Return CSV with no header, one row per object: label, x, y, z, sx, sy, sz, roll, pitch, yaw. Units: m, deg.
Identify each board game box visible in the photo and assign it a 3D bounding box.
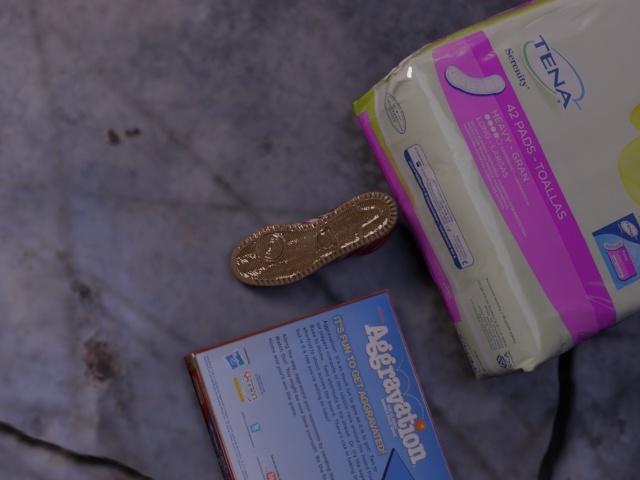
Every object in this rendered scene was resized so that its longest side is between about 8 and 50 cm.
board game box,0.023,0.186,0.812,0.145,0.027,0.281,-17,84,-19

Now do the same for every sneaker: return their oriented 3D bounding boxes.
sneaker,0.000,0.000,0.842,0.118,0.067,0.042,-20,87,9

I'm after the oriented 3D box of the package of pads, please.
package of pads,0.194,-0.066,0.881,0.297,0.101,0.229,-23,87,-23
